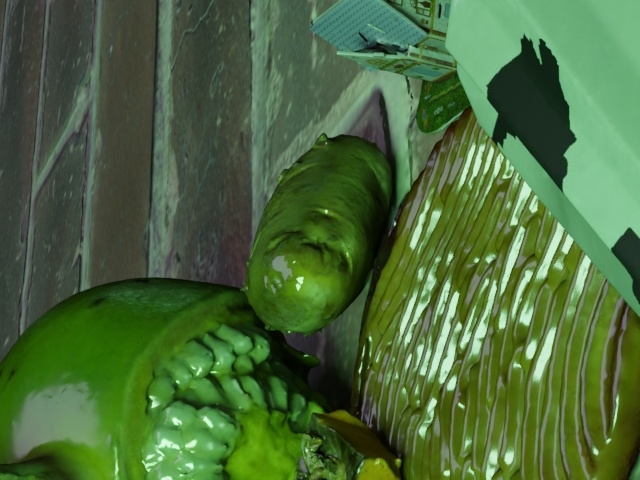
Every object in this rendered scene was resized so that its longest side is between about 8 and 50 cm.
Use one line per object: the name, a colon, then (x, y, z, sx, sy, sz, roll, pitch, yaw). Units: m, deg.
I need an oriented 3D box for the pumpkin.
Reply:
pumpkin: (0.009, 0.145, 1.017, 0.074, 0.054, 0.083, 34, 108, 63)

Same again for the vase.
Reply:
vase: (0.165, -0.021, 0.696, 0.165, 0.165, 0.360, -64, 30, 32)

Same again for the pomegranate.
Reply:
pomegranate: (-0.124, 0.153, 1.119, 0.260, 0.340, 0.260, 1, 92, 33)

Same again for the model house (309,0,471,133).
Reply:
model house: (0.055, -0.162, 1.127, 0.117, 0.088, 0.167, 158, 122, -66)

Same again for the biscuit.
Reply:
biscuit: (0.091, 0.060, 0.980, 0.318, 0.040, 0.318, -168, 90, -69)

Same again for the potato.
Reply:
potato: (0.000, 0.000, 1.147, 0.105, 0.085, 0.188, -62, 3, 25)
